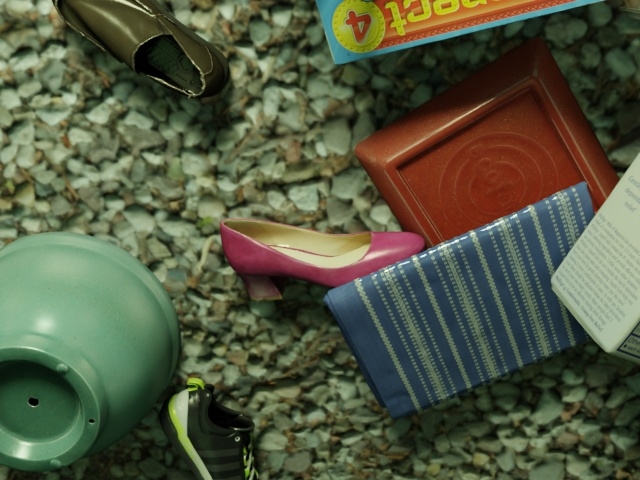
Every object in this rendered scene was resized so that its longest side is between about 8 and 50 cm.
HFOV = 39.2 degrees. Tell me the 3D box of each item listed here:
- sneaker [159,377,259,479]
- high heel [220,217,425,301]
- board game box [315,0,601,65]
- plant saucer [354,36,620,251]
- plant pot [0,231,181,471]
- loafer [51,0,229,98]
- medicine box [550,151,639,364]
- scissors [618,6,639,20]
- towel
[{"bbox_3d":[-0.123,0.290,1.226,0.097,0.084,0.235,-31,108,13],"label":"sneaker"},{"bbox_3d":[0.000,0.000,1.103,0.244,0.082,0.117,-10,123,20],"label":"high heel"},{"bbox_3d":[0.119,-0.361,0.899,0.308,0.086,0.302,-10,113,24],"label":"board game box"},{"bbox_3d":[0.213,-0.068,1.085,0.259,0.048,0.258,-30,109,13],"label":"plant saucer"},{"bbox_3d":[-0.335,0.160,1.120,0.293,0.196,0.293,1,112,1],"label":"plant pot"},{"bbox_3d":[-0.203,-0.233,1.012,0.220,0.078,0.080,28,111,-10],"label":"loafer"},{"bbox_3d":[0.462,0.011,1.017,0.263,0.149,0.289,20,112,-26],"label":"medicine box"},{"bbox_3d":[0.489,-0.232,1.022,0.297,0.021,0.109,28,113,-8],"label":"scissors"},{"bbox_3d":[0.194,0.083,1.113,0.336,0.040,0.243,-24,126,6],"label":"towel"}]
